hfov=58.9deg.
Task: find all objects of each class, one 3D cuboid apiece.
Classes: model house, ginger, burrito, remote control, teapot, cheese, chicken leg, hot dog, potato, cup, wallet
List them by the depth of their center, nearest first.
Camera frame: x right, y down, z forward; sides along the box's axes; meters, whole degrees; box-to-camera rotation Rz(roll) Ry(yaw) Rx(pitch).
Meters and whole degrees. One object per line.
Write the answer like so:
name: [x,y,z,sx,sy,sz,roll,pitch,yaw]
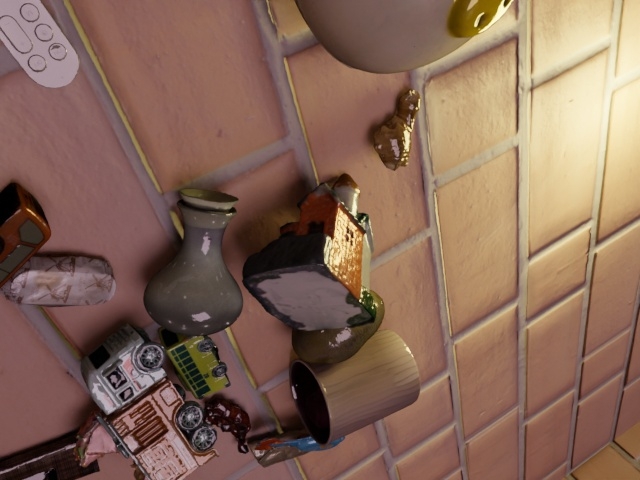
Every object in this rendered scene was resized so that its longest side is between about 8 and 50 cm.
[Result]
remote control: [-0.418,-0.316,0.762,0.077,0.022,0.245,-35,132,-11]
hot dog: [-0.445,0.072,0.971,0.192,0.053,0.099,2,106,-40]
teapot: [-0.220,0.037,1.029,0.183,0.183,0.251,1,105,-33]
model house: [0.000,0.000,1.132,0.271,0.190,0.301,47,45,-47]
wallet: [-0.578,0.473,1.154,0.230,0.042,0.124,-17,125,-27]
ginger: [0.152,-0.227,1.155,0.096,0.067,0.166,2,105,-33]
potato: [0.042,0.188,1.280,0.235,0.177,0.160,-26,109,-26]
chicken leg: [-0.214,0.438,1.358,0.089,0.048,0.219,-37,132,-2]
cup: [0.079,0.377,1.399,0.273,0.208,0.289,-16,125,-25]
cheese: [-0.045,0.507,1.431,0.256,0.037,0.106,9,139,-29]
burrito: [-0.085,0.538,1.494,0.225,0.060,0.087,-9,118,-26]

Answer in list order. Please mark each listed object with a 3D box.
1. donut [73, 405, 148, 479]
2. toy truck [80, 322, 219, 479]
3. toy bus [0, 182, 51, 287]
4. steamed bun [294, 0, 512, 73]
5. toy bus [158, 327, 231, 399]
donut: [-0.382,0.409,1.180,0.199,0.085,0.233,-51,118,-23]
toy truck: [-0.334,0.320,1.085,0.162,0.136,0.306,-35,111,-24]
toy bus: [-0.582,0.083,0.869,0.409,0.093,0.092,-44,140,1]
steamed bun: [0.129,-0.432,0.845,0.374,0.334,0.334,-43,132,-9]
toy bus: [-0.260,0.243,1.179,0.101,0.088,0.175,-27,127,-13]
